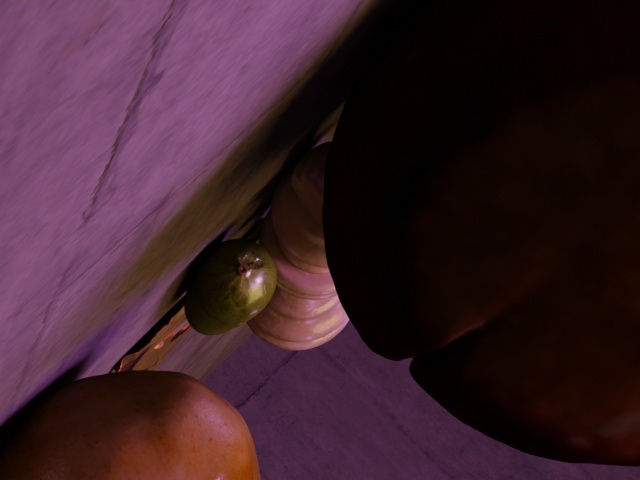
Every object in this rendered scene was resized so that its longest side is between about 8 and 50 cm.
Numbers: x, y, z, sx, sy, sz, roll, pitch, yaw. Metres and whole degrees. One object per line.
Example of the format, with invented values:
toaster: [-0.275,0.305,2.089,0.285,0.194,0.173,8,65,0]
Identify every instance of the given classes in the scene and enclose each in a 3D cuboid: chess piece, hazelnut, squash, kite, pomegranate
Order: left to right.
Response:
pomegranate: [-0.148,0.210,1.332,0.233,0.233,0.233,-44,177,-3]
kite: [-0.119,0.064,1.728,0.327,0.013,0.377,-43,174,-45]
squash: [-0.081,0.046,1.475,0.066,0.066,0.201,-43,177,-20]
chess piece: [0.000,0.000,1.495,0.117,0.117,0.397,-44,174,-16]
hazelnut: [0.216,-0.051,1.169,0.429,0.402,0.402,-60,170,26]
